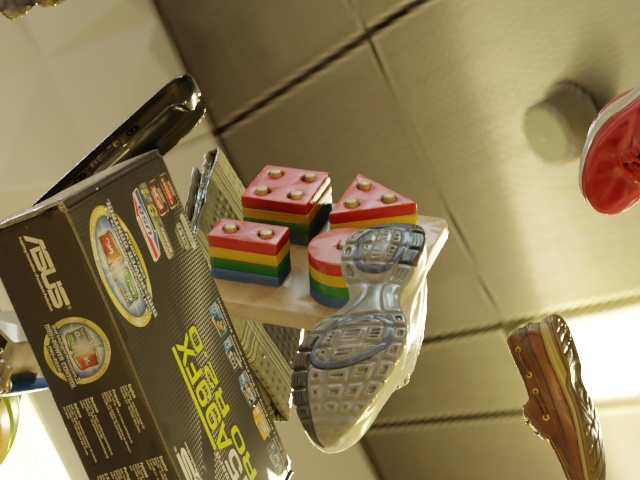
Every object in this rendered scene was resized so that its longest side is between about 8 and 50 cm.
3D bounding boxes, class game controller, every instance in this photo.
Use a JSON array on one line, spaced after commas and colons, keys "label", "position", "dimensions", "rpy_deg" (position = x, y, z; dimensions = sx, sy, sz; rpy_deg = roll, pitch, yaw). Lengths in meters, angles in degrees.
[{"label": "game controller", "position": [-0.291, -0.113, 1.950], "dimensions": [0.067, 0.319, 0.166], "rpy_deg": [46, -2, 13]}]

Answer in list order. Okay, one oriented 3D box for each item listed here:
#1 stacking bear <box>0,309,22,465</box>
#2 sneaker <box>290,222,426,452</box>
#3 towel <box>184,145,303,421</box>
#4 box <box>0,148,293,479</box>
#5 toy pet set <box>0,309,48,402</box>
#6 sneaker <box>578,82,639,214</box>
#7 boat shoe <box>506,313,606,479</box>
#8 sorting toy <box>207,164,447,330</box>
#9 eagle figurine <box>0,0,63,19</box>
[{"label": "stacking bear", "position": [-0.360, 0.169, 1.272], "dimensions": [0.164, 0.175, 0.289], "rpy_deg": [52, 2, -15]}, {"label": "sneaker", "position": [0.059, 0.109, 1.398], "dimensions": [0.111, 0.297, 0.129], "rpy_deg": [1, -52, 23]}, {"label": "towel", "position": [-0.116, 0.061, 2.029], "dimensions": [0.324, 0.056, 0.312], "rpy_deg": [60, 21, -30]}, {"label": "box", "position": [-0.111, 0.086, 0.937], "dimensions": [0.216, 0.060, 0.270], "rpy_deg": [-52, 121, -76]}, {"label": "toy pet set", "position": [-0.255, 0.083, 0.971], "dimensions": [0.122, 0.114, 0.065], "rpy_deg": [39, -65, 31]}, {"label": "sneaker", "position": [0.305, -0.083, 1.260], "dimensions": [0.128, 0.087, 0.221], "rpy_deg": [-82, -166, -51]}, {"label": "boat shoe", "position": [0.225, 0.162, 1.319], "dimensions": [0.060, 0.064, 0.178], "rpy_deg": [-19, -101, 24]}, {"label": "sorting toy", "position": [0.000, 0.000, 1.704], "dimensions": [0.256, 0.257, 0.089], "rpy_deg": [8, -58, 19]}, {"label": "eagle figurine", "position": [-0.216, -0.227, 0.768], "dimensions": [0.298, 0.226, 0.225], "rpy_deg": [-119, -142, -80]}]
